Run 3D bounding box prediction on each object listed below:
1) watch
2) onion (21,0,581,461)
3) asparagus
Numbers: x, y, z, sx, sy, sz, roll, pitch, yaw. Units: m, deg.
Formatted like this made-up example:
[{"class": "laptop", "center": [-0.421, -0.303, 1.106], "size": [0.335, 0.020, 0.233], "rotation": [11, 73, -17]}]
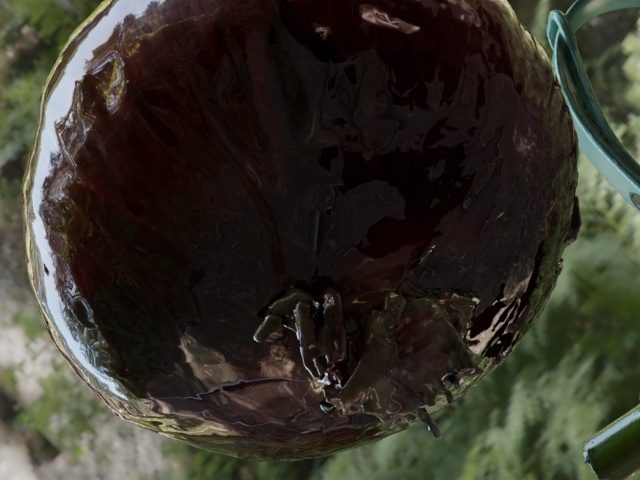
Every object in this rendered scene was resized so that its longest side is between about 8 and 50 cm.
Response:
[{"class": "watch", "center": [0.291, -0.123, 1.225], "size": [0.195, 0.237, 0.068], "rotation": [-46, -13, -6]}, {"class": "onion", "center": [0.000, 0.000, 0.869], "size": [0.348, 0.285, 0.347], "rotation": [-10, -54, -15]}, {"class": "asparagus", "center": [0.255, 0.106, 1.022], "size": [0.178, 0.045, 0.041], "rotation": [-38, 10, 20]}]
